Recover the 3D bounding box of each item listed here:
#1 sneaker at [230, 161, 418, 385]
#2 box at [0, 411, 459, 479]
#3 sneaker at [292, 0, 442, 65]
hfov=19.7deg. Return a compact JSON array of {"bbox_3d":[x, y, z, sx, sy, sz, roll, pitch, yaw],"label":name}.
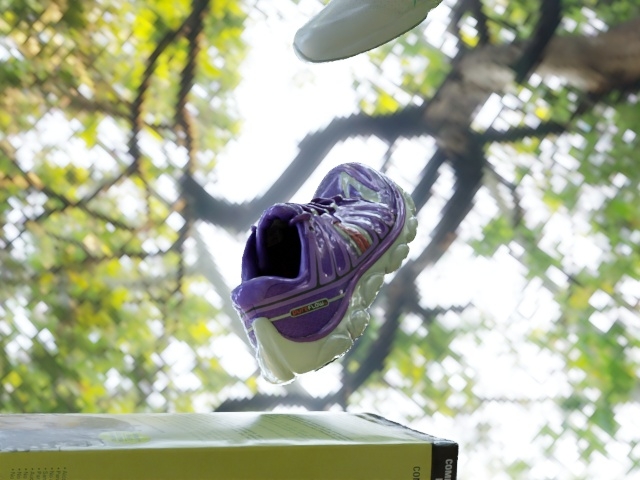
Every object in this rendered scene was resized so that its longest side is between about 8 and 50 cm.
[{"bbox_3d":[0.000,0.000,0.931,0.068,0.170,0.071,-22,-68,25],"label":"sneaker"},{"bbox_3d":[-0.067,0.099,0.710,0.232,0.087,0.058,3,-87,-27],"label":"box"},{"bbox_3d":[0.044,-0.138,0.855,0.152,0.054,0.061,-37,-73,-3],"label":"sneaker"}]
